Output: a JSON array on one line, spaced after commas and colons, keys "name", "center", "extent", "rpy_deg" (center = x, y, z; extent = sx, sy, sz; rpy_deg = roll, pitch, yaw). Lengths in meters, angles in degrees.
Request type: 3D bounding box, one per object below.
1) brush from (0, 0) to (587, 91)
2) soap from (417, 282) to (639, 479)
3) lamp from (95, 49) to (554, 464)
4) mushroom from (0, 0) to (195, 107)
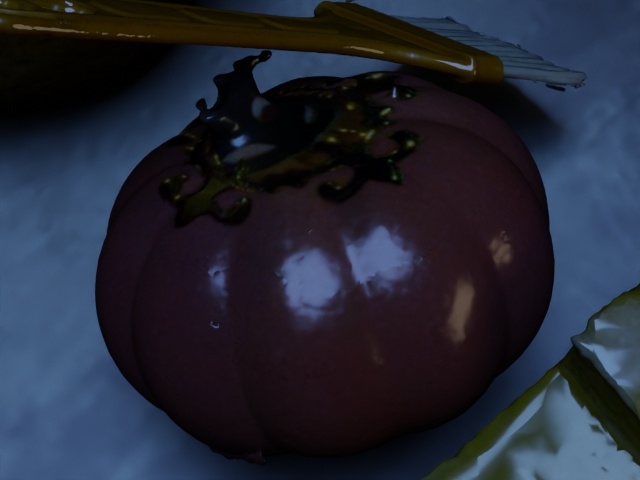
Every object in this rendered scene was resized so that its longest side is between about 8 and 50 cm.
[{"name": "brush", "center": [-0.020, -0.079, 0.716], "extent": [0.090, 0.314, 0.017], "rpy_deg": [24, 108, 39]}, {"name": "soap", "center": [0.186, 0.139, 0.698], "extent": [0.259, 0.143, 0.281], "rpy_deg": [-40, 78, -9]}, {"name": "lamp", "center": [0.000, 0.000, 0.735], "extent": [0.182, 0.140, 0.182], "rpy_deg": [-10, 32, 6]}, {"name": "mushroom", "center": [-0.155, -0.184, 0.789], "extent": [0.267, 0.254, 0.267], "rpy_deg": [-2, 96, -23]}]
